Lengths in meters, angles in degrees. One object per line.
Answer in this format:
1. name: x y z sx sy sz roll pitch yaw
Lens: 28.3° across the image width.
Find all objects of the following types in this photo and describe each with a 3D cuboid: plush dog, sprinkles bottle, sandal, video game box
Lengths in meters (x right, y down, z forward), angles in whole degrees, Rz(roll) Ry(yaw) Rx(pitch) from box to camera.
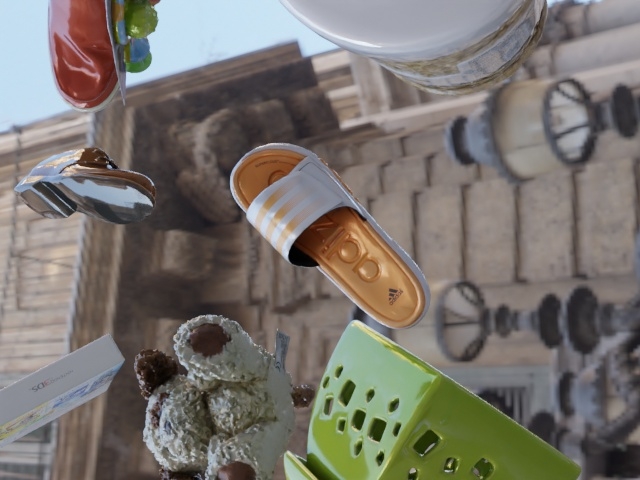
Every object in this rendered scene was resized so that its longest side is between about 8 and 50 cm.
1. plush dog: -0.150 0.242 1.768 0.211 0.225 0.262 -1 -104 -61
2. sprinkles bottle: 0.058 -0.141 0.646 0.355 0.121 0.121 -19 -80 -79
3. sandal: 0.007 -0.008 1.344 0.265 0.102 0.076 41 -165 13
4. video game box: -0.358 0.203 1.611 0.205 0.187 0.048 -28 -96 -24

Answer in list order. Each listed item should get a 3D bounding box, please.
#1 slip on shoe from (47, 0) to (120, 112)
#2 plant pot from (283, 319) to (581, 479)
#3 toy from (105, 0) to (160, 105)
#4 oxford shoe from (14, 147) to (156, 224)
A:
1. slip on shoe: -0.303 -0.325 1.626 0.101 0.123 0.331 -47 -33 -67
2. plant pot: 0.103 0.248 1.392 0.227 0.228 0.207 34 -92 -26
3. toy: -0.212 -0.271 1.468 0.056 0.237 0.137 3 -114 -6
4. oxford shoe: -0.236 -0.066 1.321 0.076 0.212 0.076 -57 -50 -24
